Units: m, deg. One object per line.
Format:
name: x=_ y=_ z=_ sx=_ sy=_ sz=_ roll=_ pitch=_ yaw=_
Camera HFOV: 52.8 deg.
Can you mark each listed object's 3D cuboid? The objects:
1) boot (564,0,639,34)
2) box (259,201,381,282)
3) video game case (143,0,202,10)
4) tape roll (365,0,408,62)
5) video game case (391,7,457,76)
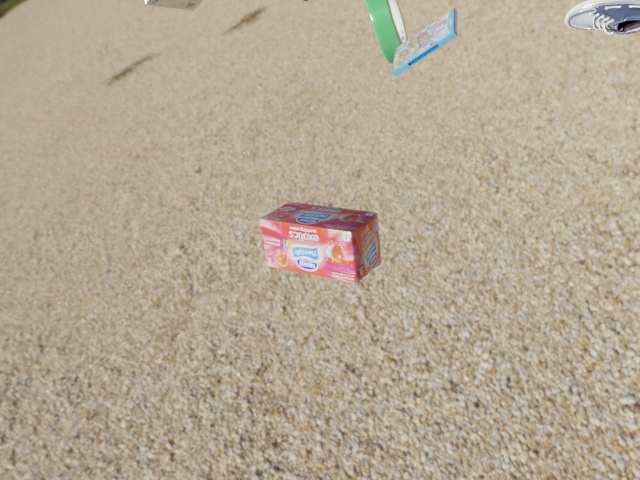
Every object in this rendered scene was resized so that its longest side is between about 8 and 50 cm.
boot: x=0.661 y=-0.514 z=1.492 sx=0.189 sy=0.069 sz=0.086 roll=-2 pitch=47 yaw=34
box: x=0.000 y=0.000 z=1.481 sx=0.256 sy=0.128 sz=0.122 roll=9 pitch=28 yaw=33
video game case: x=-0.292 y=-0.624 z=1.479 sx=0.210 sy=0.042 sz=0.232 roll=-43 pitch=1 yaw=23
tape roll: x=0.251 y=-0.829 z=2.409 sx=0.077 sy=0.321 sz=0.321 roll=-14 pitch=34 yaw=20
video game case: x=0.234 y=-0.446 z=1.451 sx=0.166 sy=0.015 sz=0.119 roll=-28 pitch=32 yaw=33
